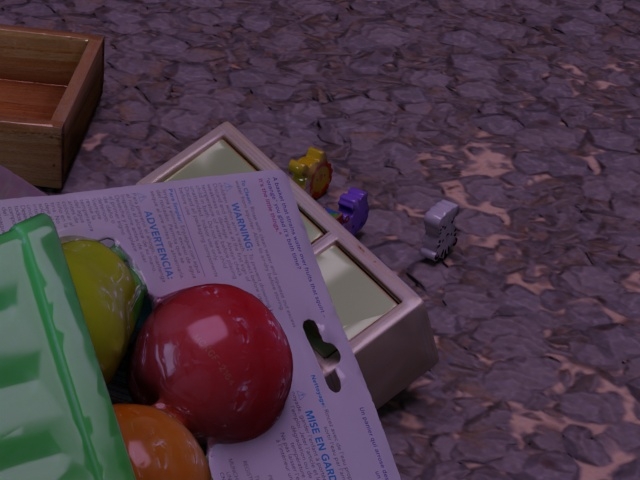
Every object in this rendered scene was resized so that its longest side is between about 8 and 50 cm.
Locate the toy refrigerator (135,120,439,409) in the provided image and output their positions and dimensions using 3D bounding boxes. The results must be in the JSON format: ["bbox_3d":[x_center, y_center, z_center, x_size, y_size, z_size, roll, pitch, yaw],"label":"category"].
[{"bbox_3d":[-0.031,0.022,1.463,0.102,0.094,0.269,-35,53,-15],"label":"toy refrigerator"}]

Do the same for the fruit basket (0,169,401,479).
[{"bbox_3d":[-0.125,0.112,1.256,0.353,0.165,0.327,-6,66,-38],"label":"fruit basket"}]

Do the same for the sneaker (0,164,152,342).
[{"bbox_3d":[-0.225,0.031,1.372,0.302,0.121,0.108,32,-16,-17],"label":"sneaker"}]

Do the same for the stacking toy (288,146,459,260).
[{"bbox_3d":[0.000,0.000,1.607,0.167,0.052,0.221,23,38,29],"label":"stacking toy"}]

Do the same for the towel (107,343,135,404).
[{"bbox_3d":[-0.308,0.058,1.393,0.370,0.040,0.271,21,32,-7],"label":"towel"}]

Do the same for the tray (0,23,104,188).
[{"bbox_3d":[-0.432,-0.148,1.754,0.411,0.076,0.203,7,31,2],"label":"tray"}]
